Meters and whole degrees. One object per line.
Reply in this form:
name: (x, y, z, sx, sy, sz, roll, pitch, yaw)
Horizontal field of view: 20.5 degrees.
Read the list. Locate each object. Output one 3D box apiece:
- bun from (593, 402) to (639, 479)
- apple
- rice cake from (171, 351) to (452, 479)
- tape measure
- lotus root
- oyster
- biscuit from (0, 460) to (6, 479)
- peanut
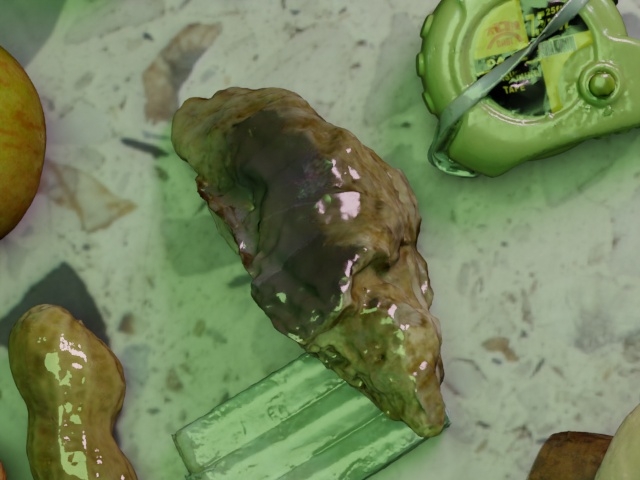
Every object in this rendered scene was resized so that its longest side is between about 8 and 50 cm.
bun: (0.292, 0.214, 1.274, 0.210, 0.116, 0.237, -30, 115, -34)
apple: (-0.313, -0.083, 1.383, 0.196, 0.196, 0.196, -1, 82, 5)
rice cake: (-0.008, 0.148, 1.391, 0.211, 0.038, 0.124, -27, 80, 0)
tape measure: (0.164, -0.138, 1.386, 0.200, 0.106, 0.175, -20, 94, 4)
lotus root: (0.199, 0.200, 1.326, 0.081, 0.112, 0.122, 15, 86, 28)
oyster: (-0.004, -0.001, 1.356, 0.166, 0.110, 0.341, -23, 63, 4)
biscuit: (-0.397, 0.210, 1.365, 0.324, 0.049, 0.205, -9, 39, 7)
peanut: (-0.192, 0.142, 1.389, 0.089, 0.089, 0.193, -12, 85, 3)
